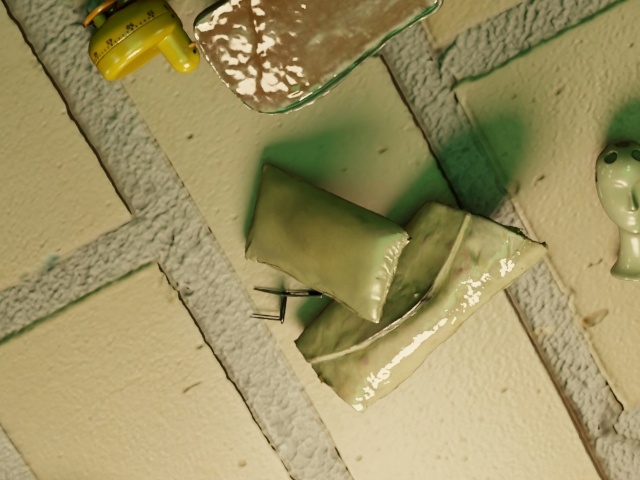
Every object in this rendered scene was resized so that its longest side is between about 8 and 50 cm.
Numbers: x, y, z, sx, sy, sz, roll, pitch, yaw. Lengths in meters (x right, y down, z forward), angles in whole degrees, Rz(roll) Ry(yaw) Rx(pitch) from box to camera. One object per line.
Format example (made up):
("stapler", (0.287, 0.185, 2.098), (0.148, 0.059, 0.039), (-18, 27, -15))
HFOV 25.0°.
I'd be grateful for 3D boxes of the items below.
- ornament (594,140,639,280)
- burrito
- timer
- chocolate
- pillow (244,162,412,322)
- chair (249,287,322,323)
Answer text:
("ornament", (0.352, -0.036, 1.631), (0.075, 0.081, 0.156), (-8, 111, 12))
("burrito", (0.113, 0.062, 1.629), (0.299, 0.143, 0.105), (-45, 134, 15))
("timer", (-0.192, -0.209, 1.553), (0.107, 0.107, 0.109), (-35, 92, 9))
("chocolate", (-0.005, -0.256, 1.561), (0.254, 0.080, 0.157), (-34, 118, 10))
("pillow", (0.000, 0.000, 1.606), (0.208, 0.053, 0.119), (25, 115, 29))
("chair", (-0.038, 0.076, 1.675), (0.086, 0.037, 0.042), (2, 94, 3))
